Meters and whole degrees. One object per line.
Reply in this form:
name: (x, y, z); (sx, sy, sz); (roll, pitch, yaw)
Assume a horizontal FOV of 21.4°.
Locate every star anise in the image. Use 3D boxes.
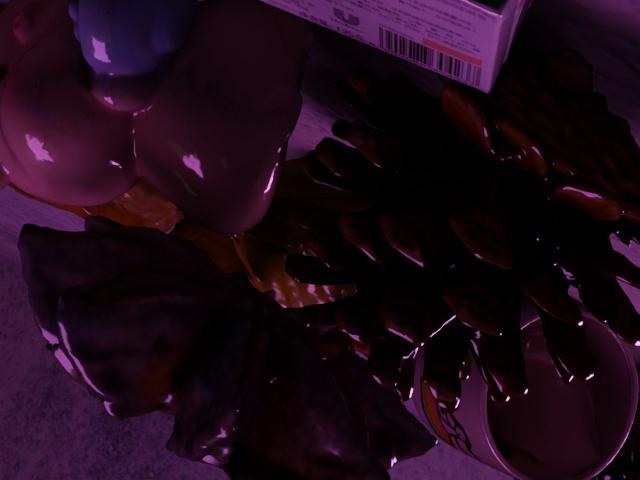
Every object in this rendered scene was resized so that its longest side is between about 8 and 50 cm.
star anise: (-0.070, 0.086, 1.178); (0.332, 0.117, 0.332); (26, -167, -6)

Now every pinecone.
pinecone: (0.096, -0.010, 1.085); (0.264, 0.264, 0.264); (24, 170, 4)

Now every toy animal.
toy animal: (-0.122, -0.113, 1.223); (0.221, 0.210, 0.229); (30, 146, -27)

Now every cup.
cup: (0.223, 0.184, 1.856); (0.253, 0.191, 0.200); (64, 160, -14)

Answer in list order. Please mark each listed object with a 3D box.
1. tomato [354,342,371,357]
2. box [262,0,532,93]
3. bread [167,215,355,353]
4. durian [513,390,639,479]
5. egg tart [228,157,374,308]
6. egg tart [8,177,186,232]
tomato: (0.012, 0.028, 1.926); (0.228, 0.101, 0.228); (32, 161, 13)
box: (0.020, -0.166, 0.915); (0.199, 0.081, 0.135); (22, 169, 6)
bread: (-0.074, 0.064, 1.815); (0.268, 0.146, 0.268); (28, 154, 15)
durian: (0.387, 0.335, 2.015); (0.347, 0.347, 0.384); (26, -178, -6)
egg tart: (0.044, 0.005, 1.366); (0.315, 0.120, 0.315); (3, -172, 0)
egg tart: (-0.274, -0.122, 1.729); (0.341, 0.129, 0.341); (25, 170, 5)
